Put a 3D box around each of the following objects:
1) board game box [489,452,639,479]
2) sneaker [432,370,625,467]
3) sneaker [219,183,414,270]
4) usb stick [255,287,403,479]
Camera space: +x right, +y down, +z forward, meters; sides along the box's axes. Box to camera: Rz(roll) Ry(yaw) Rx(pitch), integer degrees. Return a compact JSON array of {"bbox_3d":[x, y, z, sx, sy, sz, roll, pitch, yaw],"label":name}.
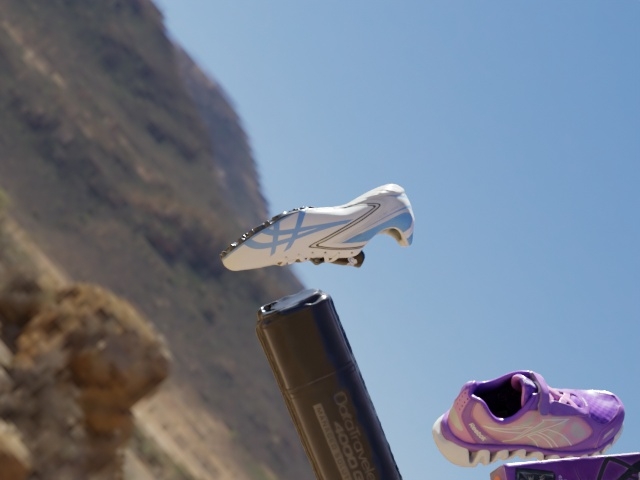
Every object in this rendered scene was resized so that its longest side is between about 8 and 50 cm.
[{"bbox_3d":[0.284,0.369,1.617,0.056,0.208,0.347,115,-32,-68],"label":"board game box"},{"bbox_3d":[0.251,0.198,2.051,0.095,0.236,0.104,-113,-153,-48],"label":"sneaker"},{"bbox_3d":[0.000,0.000,2.073,0.085,0.237,0.086,138,-65,-75],"label":"sneaker"},{"bbox_3d":[0.019,0.178,1.640,0.045,0.077,0.278,-146,-146,-76],"label":"usb stick"}]
